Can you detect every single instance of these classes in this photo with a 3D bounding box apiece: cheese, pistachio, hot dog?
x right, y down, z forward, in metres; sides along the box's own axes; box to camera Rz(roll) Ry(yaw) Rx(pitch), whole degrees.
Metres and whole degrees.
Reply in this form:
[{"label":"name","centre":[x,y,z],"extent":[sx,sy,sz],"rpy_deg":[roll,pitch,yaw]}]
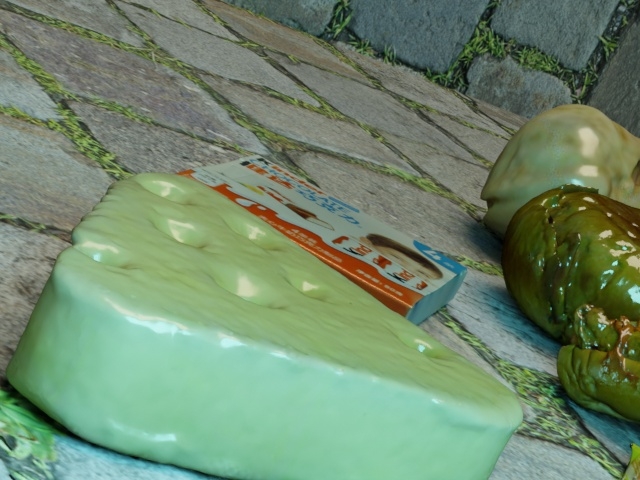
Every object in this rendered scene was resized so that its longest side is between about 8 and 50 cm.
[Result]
[{"label":"cheese","centre":[-0.075,0.058,1.289],"extent":[0.384,0.104,0.384],"rpy_deg":[25,15,-7]},{"label":"pistachio","centre":[0.330,-0.064,2.271],"extent":[0.238,0.229,0.321],"rpy_deg":[-6,2,6]},{"label":"hot dog","centre":[0.390,0.131,1.663],"extent":[0.349,0.117,0.158],"rpy_deg":[15,15,43]}]

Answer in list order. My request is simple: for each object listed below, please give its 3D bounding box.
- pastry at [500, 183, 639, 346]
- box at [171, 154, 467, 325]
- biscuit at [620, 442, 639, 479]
[{"label":"pastry","centre":[0.366,0.063,1.972],"extent":[0.356,0.164,0.356],"rpy_deg":[27,11,-6]},{"label":"box","centre":[0.000,0.000,1.767],"extent":[0.273,0.048,0.265],"rpy_deg":[28,13,11]},{"label":"biscuit","centre":[0.267,0.223,1.471],"extent":[0.048,0.026,0.292],"rpy_deg":[48,17,6]}]
